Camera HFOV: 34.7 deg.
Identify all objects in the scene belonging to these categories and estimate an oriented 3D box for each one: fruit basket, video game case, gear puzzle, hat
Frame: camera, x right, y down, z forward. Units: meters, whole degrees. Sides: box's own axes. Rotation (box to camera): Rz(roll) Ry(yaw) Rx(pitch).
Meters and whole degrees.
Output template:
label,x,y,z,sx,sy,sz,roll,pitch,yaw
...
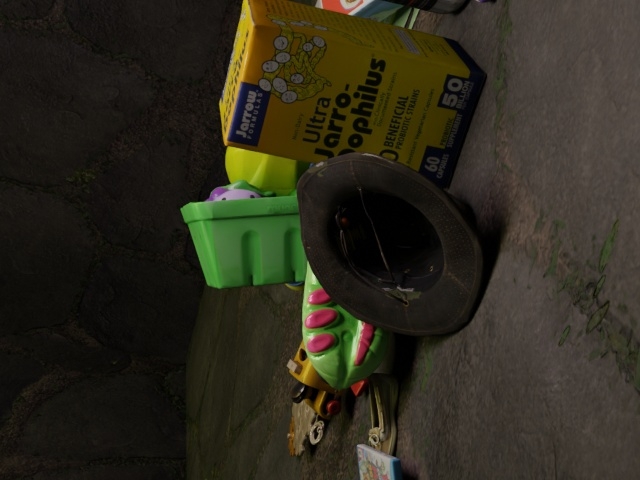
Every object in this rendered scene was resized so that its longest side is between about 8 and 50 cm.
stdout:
label,x,y,z,sx,sy,sz,roll,pitch,yaw
fruit basket,-0.083,-0.099,1.981,0.283,0.392,0.391,179,101,-77
video game case,0.093,0.381,1.563,0.166,0.015,0.119,169,95,-73
gear puzzle,-0.019,0.346,2.103,0.338,0.044,0.175,110,163,-45
hat,0.124,-0.012,1.495,0.134,0.331,0.331,-35,-20,-39

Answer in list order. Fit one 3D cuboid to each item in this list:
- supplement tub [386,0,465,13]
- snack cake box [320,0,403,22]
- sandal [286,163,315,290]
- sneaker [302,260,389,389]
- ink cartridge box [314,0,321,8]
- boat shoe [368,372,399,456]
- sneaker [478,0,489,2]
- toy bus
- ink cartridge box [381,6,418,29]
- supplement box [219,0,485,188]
label,x,y,z,sx,sy,sz,roll,pitch,yaw
supplement tub,0.082,-0.498,1.649,0.207,0.338,0.207,-170,90,-77
snack cake box,0.095,-0.504,1.951,0.264,0.089,0.152,-19,79,60
sandal,-0.043,-0.045,2.240,0.138,0.126,0.317,4,-92,-73
sneaker,0.048,0.025,1.738,0.202,0.185,0.482,103,180,-63
ink cartridge box,0.037,-0.437,2.277,0.278,0.117,0.201,115,160,-49
boat shoe,0.094,0.288,1.637,0.056,0.048,0.152,139,139,-70
sneaker,0.259,-0.428,1.499,0.071,0.068,0.169,-117,28,-45
toy bus,-0.006,0.238,1.871,0.191,0.104,0.202,-43,35,40
ink cartridge box,0.140,-0.477,2.018,0.235,0.056,0.171,-92,18,-48
supplement box,0.039,-0.233,1.587,0.195,0.357,0.194,-105,28,-62
